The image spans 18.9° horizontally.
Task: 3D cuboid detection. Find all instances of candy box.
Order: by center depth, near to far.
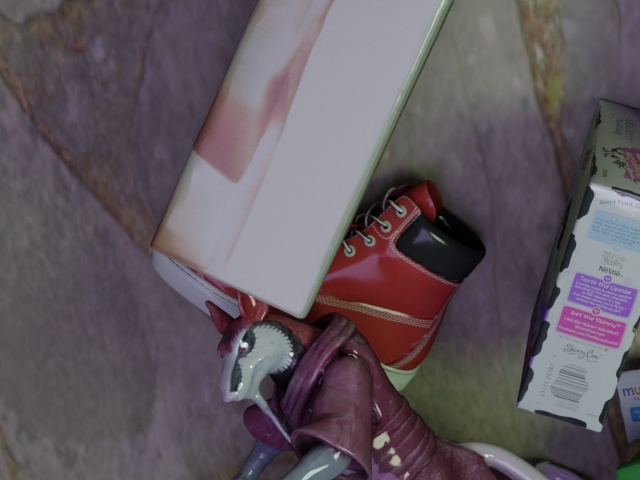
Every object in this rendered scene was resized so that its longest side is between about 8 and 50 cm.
[{"bbox_3d":[0.212,0.016,1.453,0.070,0.165,0.196,16,118,3],"label":"candy box"}]

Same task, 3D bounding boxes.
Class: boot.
[{"bbox_3d":[0.000,0.000,1.539,0.244,0.088,0.176,23,118,-9],"label":"boot"}]

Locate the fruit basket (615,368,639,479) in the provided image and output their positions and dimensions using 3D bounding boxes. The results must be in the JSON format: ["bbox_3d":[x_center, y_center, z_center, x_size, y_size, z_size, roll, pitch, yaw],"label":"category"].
[{"bbox_3d":[0.421,0.232,1.474,0.353,0.165,0.327,-13,91,27],"label":"fruit basket"}]

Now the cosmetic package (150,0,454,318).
[{"bbox_3d":[-0.002,-0.111,1.404,0.129,0.153,0.296,25,101,1],"label":"cosmetic package"}]

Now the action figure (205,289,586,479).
[{"bbox_3d":[0.052,0.167,1.473,0.276,0.248,0.370,-36,105,-8],"label":"action figure"}]
